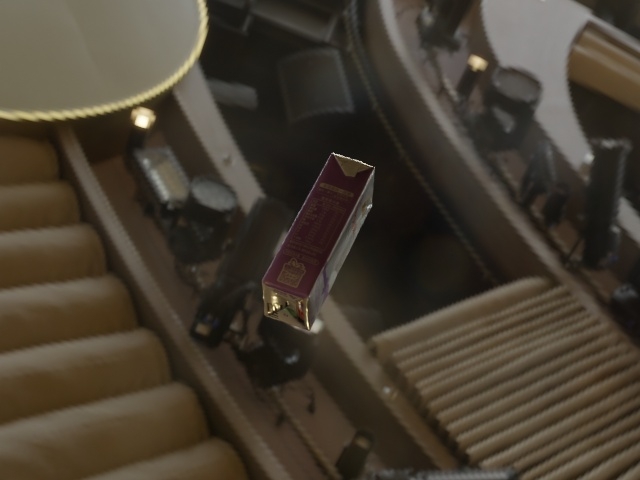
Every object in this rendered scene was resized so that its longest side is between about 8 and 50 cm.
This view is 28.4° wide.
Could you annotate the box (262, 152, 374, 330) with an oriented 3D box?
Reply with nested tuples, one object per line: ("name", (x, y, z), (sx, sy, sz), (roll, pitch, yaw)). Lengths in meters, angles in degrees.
("box", (0.000, 0.000, 0.866), (0.036, 0.051, 0.117), (21, -119, 12))
